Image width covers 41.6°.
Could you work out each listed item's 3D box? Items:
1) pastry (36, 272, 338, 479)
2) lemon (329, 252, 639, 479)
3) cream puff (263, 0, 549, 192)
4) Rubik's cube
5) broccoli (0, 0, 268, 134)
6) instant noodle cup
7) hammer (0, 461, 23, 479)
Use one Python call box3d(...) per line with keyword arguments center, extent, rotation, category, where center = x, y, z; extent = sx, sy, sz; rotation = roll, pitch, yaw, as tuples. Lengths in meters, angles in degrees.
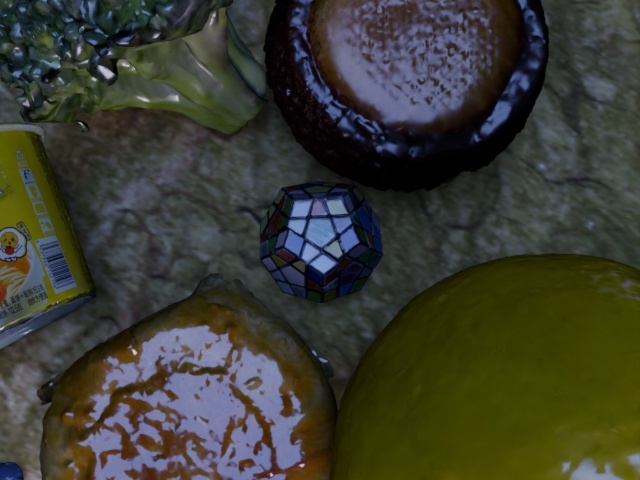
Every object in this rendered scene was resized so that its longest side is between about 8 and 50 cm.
box3d(center=(-0.101, 0.169, 0.692), extent=(0.257, 0.121, 0.236), rotation=(-31, 85, -7), category="pastry")
box3d(center=(0.170, 0.170, 0.580), extent=(0.347, 0.348, 0.348), rotation=(0, 80, 1), category="lemon")
box3d(center=(0.071, -0.157, 0.718), extent=(0.239, 0.165, 0.239), rotation=(0, 83, -3), category="cream puff")
box3d(center=(0.000, 0.000, 0.730), extent=(0.111, 0.111, 0.093), rotation=(34, 54, 6), category="Rubik's cube")
box3d(center=(-0.139, -0.193, 0.701), extent=(0.248, 0.245, 0.288), rotation=(-52, 46, 18), category="broccoli")
box3d(center=(-0.284, 0.013, 0.687), extent=(0.205, 0.205, 0.153), rotation=(-29, 90, -4), category="instant noodle cup")
box3d(center=(-0.262, 0.284, 0.701), extent=(0.116, 0.069, 0.194), rotation=(-3, 75, 1), category="hammer")
